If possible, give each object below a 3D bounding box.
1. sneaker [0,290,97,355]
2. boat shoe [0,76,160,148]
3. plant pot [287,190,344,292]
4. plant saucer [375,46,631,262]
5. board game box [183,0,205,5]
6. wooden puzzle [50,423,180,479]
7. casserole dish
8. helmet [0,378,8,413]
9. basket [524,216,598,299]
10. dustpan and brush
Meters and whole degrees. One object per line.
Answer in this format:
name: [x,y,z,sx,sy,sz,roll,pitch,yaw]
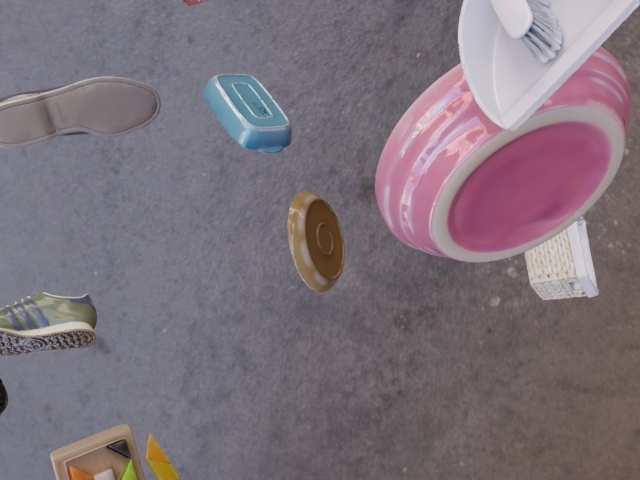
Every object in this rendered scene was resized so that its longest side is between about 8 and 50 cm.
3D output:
sneaker: [-0.429,0.117,0.901,0.192,0.086,0.064,-1,137,-11]
boat shoe: [-0.301,-0.162,0.741,0.065,0.206,0.075,33,133,47]
plant pot: [0.000,0.000,1.391,0.032,0.236,0.236,-10,110,27]
plant saucer: [0.234,-0.085,0.745,0.332,0.084,0.332,-13,140,-12]
board game box: [-0.114,-0.511,1.049,0.281,0.027,0.145,-11,82,13]
wooden puzzle: [-0.173,0.192,0.490,0.014,0.116,0.079,-30,84,45]
casserole dish: [-0.117,-0.218,1.003,0.188,0.114,0.037,55,137,26]
helmet: [-0.727,0.337,1.201,0.161,0.169,0.169,-36,101,1]
basket: [0.445,0.020,1.143,0.103,0.167,0.113,-15,148,29]
dustpan and brush: [0.159,-0.220,0.532,0.060,0.211,0.147,14,136,-28]
